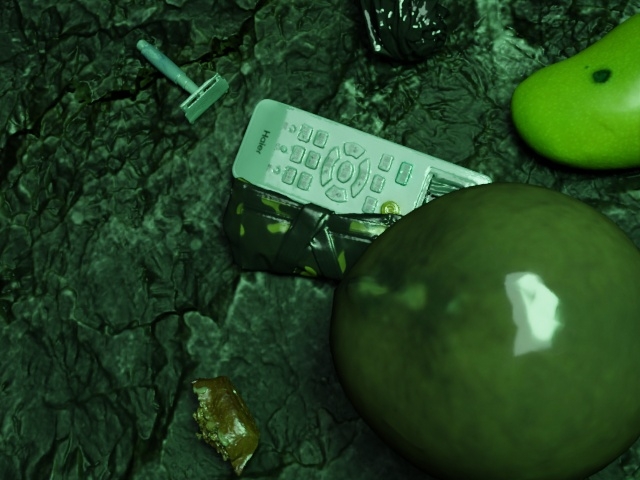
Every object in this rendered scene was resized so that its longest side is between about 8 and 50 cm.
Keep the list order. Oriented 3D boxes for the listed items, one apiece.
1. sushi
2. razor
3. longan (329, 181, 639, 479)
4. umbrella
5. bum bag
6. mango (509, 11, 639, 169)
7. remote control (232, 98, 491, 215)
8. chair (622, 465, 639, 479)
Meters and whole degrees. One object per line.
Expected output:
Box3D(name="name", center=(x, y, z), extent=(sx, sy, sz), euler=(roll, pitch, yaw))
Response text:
Box3D(name="sushi", center=(-0.105, 0.196, 1.111), extent=(0.060, 0.061, 0.118), euler=(-33, 49, 1))
Box3D(name="razor", center=(-0.183, -0.209, 1.283), extent=(0.068, 0.040, 0.135), euler=(-44, 67, -12))
Box3D(name="longan", center=(0.169, 0.092, 0.994), extent=(0.318, 0.319, 0.319), euler=(-2, 69, 5))
Box3D(name="umbrella", center=(0.053, -0.363, 1.289), extent=(0.118, 0.118, 0.340), euler=(-27, 65, -5))
Box3D(name="bum bag", center=(0.000, 0.000, 1.161), extent=(0.232, 0.060, 0.107), euler=(15, 110, 11))
Box3D(name="mango", center=(0.362, -0.170, 1.164), extent=(0.293, 0.143, 0.175), euler=(-17, 67, 9))
Box3D(name="remote control", center=(0.045, -0.071, 1.197), extent=(0.293, 0.051, 0.103), euler=(21, 88, 11))
Box3D(name="chair", center=(0.338, 0.324, 0.946), extent=(0.203, 0.191, 0.275), euler=(38, 66, 17))
